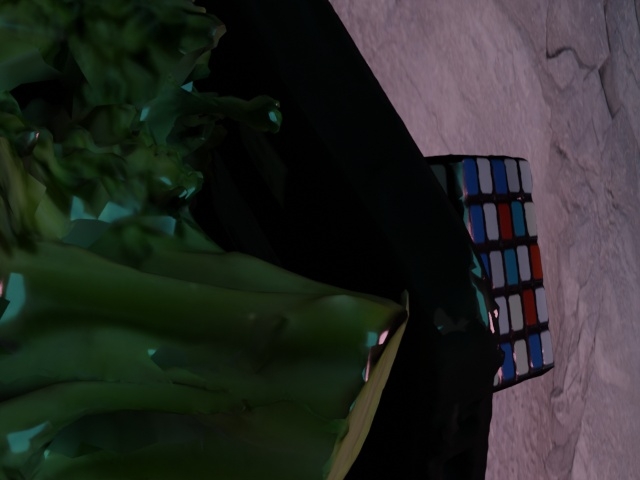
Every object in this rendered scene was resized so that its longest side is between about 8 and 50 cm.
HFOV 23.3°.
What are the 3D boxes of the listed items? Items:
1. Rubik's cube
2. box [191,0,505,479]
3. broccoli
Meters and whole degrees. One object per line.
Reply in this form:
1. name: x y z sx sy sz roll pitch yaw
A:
1. Rubik's cube: 0.063 0.031 1.202 0.182 0.187 0.184 -1 86 -65
2. box: 0.000 0.000 0.921 0.350 0.091 0.359 85 -21 -56
3. broccoli: -0.139 0.048 0.693 0.338 0.317 0.277 -18 129 -40
